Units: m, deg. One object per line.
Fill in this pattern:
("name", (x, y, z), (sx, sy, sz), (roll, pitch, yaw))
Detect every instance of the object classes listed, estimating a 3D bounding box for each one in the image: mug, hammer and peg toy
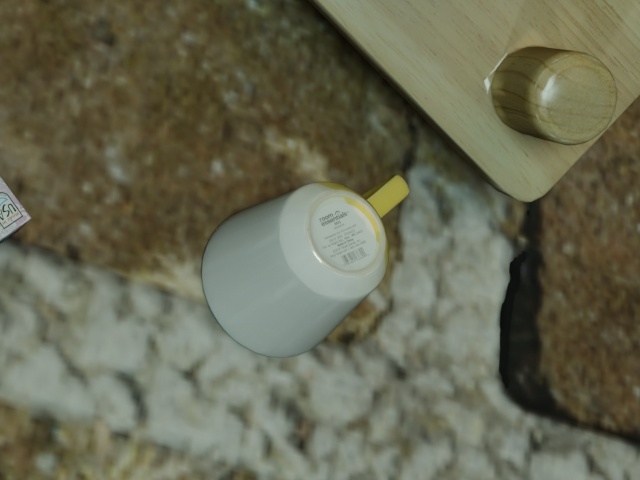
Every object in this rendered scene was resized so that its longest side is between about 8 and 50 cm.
("mug", (-0.003, 0.000, 0.732), (0.062, 0.064, 0.078), (25, 61, -19))
("hammer and peg toy", (0.040, -0.219, 0.739), (0.361, 0.127, 0.266), (43, 88, -15))

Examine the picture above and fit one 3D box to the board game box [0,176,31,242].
("board game box", (-0.165, -0.019, 0.674), (0.090, 0.020, 0.090), (-38, 94, -34))
